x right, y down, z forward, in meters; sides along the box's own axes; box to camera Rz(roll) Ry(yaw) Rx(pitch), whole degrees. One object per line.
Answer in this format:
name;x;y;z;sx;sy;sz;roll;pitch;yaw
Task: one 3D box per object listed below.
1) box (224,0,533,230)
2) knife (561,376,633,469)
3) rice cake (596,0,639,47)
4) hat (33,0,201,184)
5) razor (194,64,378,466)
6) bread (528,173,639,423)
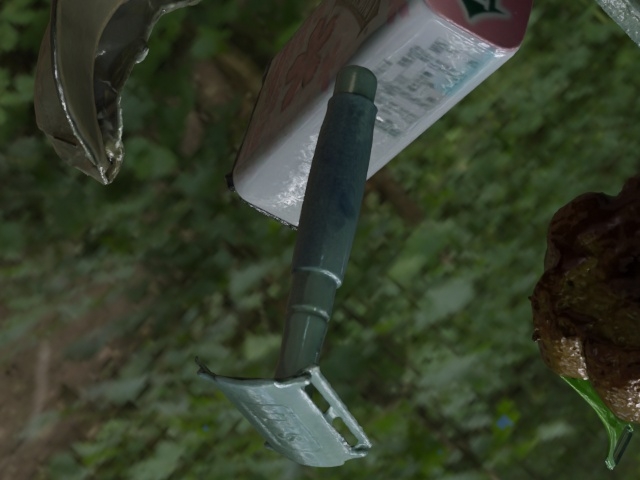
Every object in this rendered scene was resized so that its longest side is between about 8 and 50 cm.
box;0.047;-0.162;1.183;0.369;0.112;0.190;-39;-152;53
knife;0.332;0.197;1.626;0.022;0.166;0.078;-8;-142;44
rice cake;0.268;-0.237;1.261;0.029;0.171;0.033;-29;-149;38
hat;-0.195;-0.184;1.124;0.214;0.149;0.245;-64;154;-17
razor;0.000;0.000;0.449;0.068;0.040;0.135;59;37;-55
bread;0.312;0.058;1.293;0.232;0.247;0.135;-29;151;9
